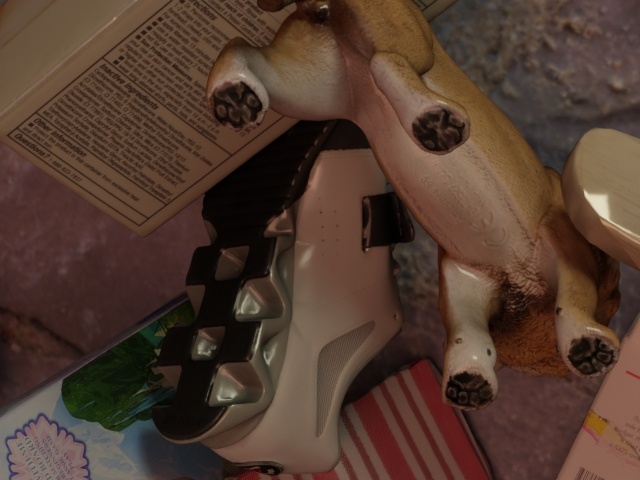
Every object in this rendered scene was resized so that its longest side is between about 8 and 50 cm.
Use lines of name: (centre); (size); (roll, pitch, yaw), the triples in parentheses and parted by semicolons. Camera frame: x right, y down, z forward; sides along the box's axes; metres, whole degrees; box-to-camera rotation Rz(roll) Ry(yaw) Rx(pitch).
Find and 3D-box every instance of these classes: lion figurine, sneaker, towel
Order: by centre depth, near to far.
lion figurine: (0.069, -0.049, 0.981); (0.142, 0.240, 0.392); (-23, 117, 16)
sneaker: (0.000, 0.000, 1.118); (0.122, 0.146, 0.330); (1, 68, 50)
towel: (0.033, 0.185, 1.152); (0.029, 0.197, 0.144); (-19, 99, 61)

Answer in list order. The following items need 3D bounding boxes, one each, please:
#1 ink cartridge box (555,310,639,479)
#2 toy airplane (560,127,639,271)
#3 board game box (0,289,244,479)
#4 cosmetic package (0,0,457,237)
ink cartridge box: (0.239, 0.126, 1.112); (0.115, 0.067, 0.198); (27, 114, 12)
toy airplane: (0.370, 0.062, 0.934); (0.384, 0.272, 0.386); (-20, 83, -7)
board game box: (-0.084, 0.216, 1.120); (0.066, 0.318, 0.318); (-26, 95, 35)
cosmetic package: (-0.063, -0.155, 1.060); (0.296, 0.129, 0.153); (-34, 130, 21)
